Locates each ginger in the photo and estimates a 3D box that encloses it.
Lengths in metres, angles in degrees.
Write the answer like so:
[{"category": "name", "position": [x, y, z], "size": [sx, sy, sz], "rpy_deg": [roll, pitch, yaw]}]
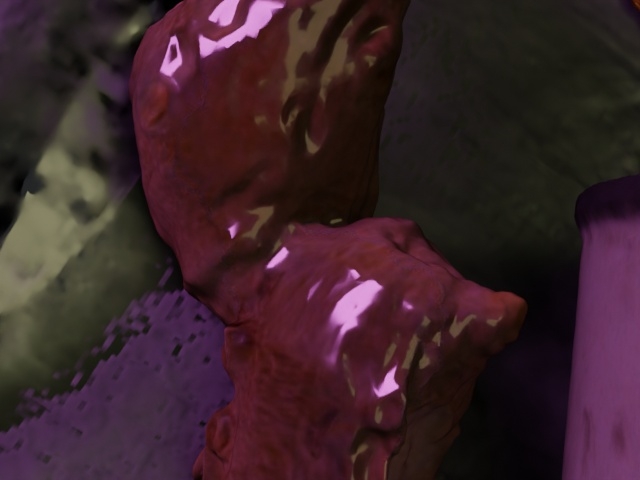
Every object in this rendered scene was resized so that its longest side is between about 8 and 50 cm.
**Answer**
[{"category": "ginger", "position": [0.000, 0.002, 0.571], "size": [0.084, 0.122, 0.290], "rpy_deg": [13, 73, -50]}]

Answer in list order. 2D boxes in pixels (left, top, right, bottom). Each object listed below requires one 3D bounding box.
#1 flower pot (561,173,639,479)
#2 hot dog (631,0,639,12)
[{"category": "flower pot", "position": [0.199, 0.161, 0.522], "size": [0.294, 0.293, 0.330], "rpy_deg": [9, 84, -18]}, {"category": "hot dog", "position": [0.131, -0.111, 0.672], "size": [0.037, 0.021, 0.083], "rpy_deg": [17, 76, -16]}]
